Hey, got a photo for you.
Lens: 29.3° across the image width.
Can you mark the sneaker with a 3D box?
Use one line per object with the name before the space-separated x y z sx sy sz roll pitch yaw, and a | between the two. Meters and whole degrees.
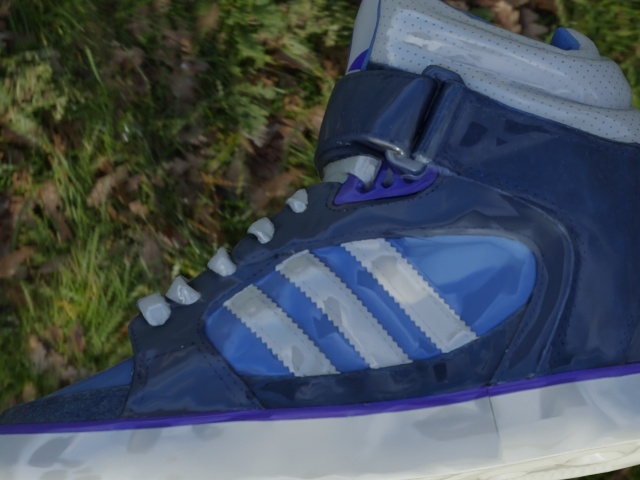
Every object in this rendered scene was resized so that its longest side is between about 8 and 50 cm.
sneaker | 0.000 0.000 0.564 0.323 0.130 0.236 -7 71 1
